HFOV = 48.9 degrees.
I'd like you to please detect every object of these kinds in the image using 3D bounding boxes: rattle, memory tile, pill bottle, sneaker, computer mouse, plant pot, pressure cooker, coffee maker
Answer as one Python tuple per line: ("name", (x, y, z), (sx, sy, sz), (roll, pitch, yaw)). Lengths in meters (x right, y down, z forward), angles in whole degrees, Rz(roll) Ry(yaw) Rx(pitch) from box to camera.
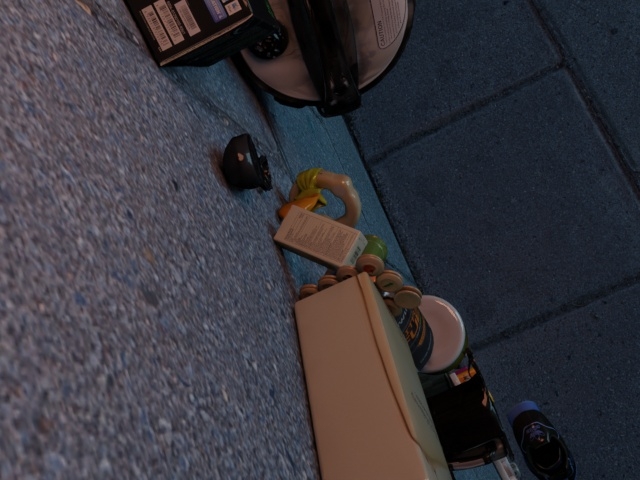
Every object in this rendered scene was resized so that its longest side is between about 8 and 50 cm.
("rattle", (0.001, -0.008, 1.162), (0.143, 0.130, 0.200), (-86, 178, -50))
("memory tile", (0.053, 0.076, 0.951), (0.113, 0.148, 0.012), (39, 42, -24))
("pill bottle", (0.085, 0.119, 1.106), (0.246, 0.130, 0.130), (52, 16, -51))
("sneaker", (0.388, 0.374, 1.199), (0.232, 0.081, 0.090), (52, 11, -31))
("computer mouse", (-0.099, -0.099, 0.964), (0.242, 0.041, 0.071), (-2, 76, -87))
("plant pot", (0.107, 0.040, 1.616), (0.083, 0.083, 0.079), (62, 22, -16))
("pressure cooker", (-0.014, -0.459, 1.345), (0.369, 0.376, 0.420), (25, 29, -24))
("pill bottle", (0.209, 0.185, 1.332), (0.245, 0.136, 0.136), (41, 25, -72))
("coffee maker", (0.174, 0.271, 1.050), (0.120, 0.178, 0.171), (39, 30, -74))

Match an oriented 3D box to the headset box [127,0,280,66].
("headset box", (-0.173, -0.364, 0.915), (0.246, 0.131, 0.283), (64, 9, -10))

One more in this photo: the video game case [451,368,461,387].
("video game case", (0.301, 0.371, 1.623), (0.157, 0.019, 0.143), (132, -38, -73))

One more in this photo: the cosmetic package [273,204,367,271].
("cosmetic package", (0.000, 0.000, 0.974), (0.115, 0.060, 0.041), (24, -13, 27))

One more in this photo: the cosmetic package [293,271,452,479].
("cosmetic package", (0.064, 0.204, 0.831), (0.160, 0.113, 0.309), (58, 11, -38))

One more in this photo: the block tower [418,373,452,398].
("block tower", (0.241, 0.318, 1.571), (0.091, 0.097, 0.335), (59, 13, -33))

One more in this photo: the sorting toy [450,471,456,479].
("sorting toy", (0.193, 0.385, 1.266), (0.275, 0.046, 0.132), (69, 10, 20))

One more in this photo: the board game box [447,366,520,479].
("board game box", (0.350, 0.417, 1.317), (0.390, 0.050, 0.390), (63, 4, 13))
